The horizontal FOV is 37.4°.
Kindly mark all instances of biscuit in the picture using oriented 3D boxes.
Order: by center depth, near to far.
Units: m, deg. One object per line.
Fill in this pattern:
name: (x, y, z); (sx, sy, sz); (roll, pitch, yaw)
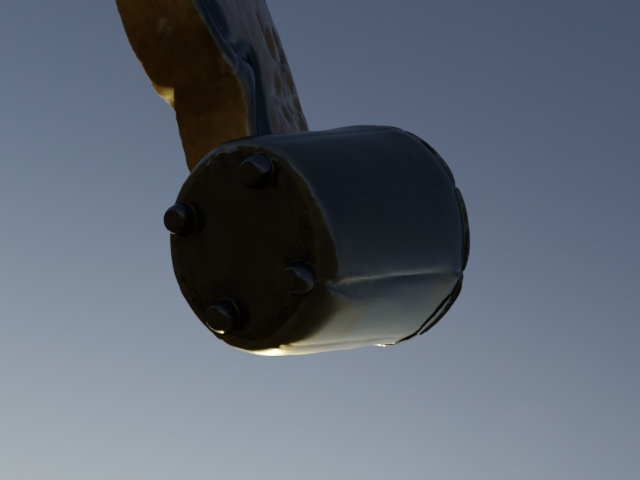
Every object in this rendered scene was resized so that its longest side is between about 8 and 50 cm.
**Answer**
biscuit: (-0.051, -0.099, 0.614); (0.057, 0.343, 0.287); (-18, -26, 7)

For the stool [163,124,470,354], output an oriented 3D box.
stool: (0.000, 0.000, 0.384); (0.096, 0.110, 0.096); (2, -86, 39)
